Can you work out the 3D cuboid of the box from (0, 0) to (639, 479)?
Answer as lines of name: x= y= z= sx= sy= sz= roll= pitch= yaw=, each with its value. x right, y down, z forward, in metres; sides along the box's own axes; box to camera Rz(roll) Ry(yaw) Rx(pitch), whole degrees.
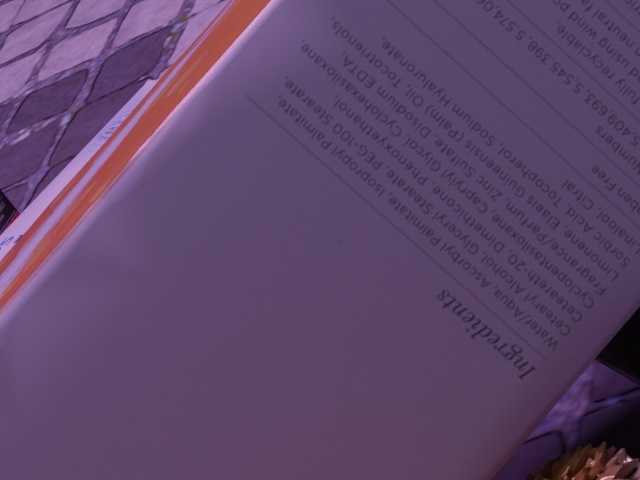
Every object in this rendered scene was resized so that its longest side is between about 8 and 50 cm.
box: x=0.000 y=0.000 z=0.755 sx=0.345 sy=0.168 sz=0.215 roll=-49 pitch=9 yaw=-2

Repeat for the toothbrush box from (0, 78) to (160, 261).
toothbrush box: x=-0.037 y=0.015 z=1.051 sx=0.295 sy=0.126 sz=0.216 roll=-1 pitch=41 yaw=51

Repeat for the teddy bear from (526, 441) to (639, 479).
teddy bear: x=0.005 y=0.177 z=0.605 sx=0.338 sy=0.113 sz=0.245 roll=-43 pitch=-12 yaw=-39

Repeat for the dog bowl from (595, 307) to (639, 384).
dog bowl: x=0.253 y=-0.053 z=0.777 sx=0.349 sy=0.102 sz=0.349 roll=-40 pitch=22 yaw=20

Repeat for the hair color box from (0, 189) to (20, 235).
hair color box: x=-0.293 y=0.008 z=1.460 sx=0.141 sy=0.043 sz=0.072 roll=-17 pitch=31 yaw=35
